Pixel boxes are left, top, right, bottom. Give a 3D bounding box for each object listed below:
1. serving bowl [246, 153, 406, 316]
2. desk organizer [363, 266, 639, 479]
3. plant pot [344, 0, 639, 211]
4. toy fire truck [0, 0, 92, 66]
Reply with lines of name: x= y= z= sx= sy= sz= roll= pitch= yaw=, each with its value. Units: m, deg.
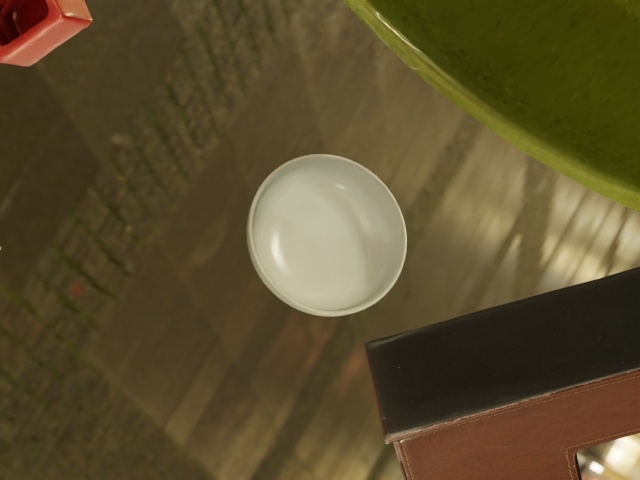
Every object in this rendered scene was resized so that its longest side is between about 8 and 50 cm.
serving bowl: x=0.000 y=0.000 z=0.761 sx=0.083 sy=0.083 sz=0.027 roll=-55 pitch=-173 yaw=-25
desk organizer: x=0.082 y=0.042 z=0.405 sx=0.047 sy=0.130 sz=0.050 roll=-102 pitch=175 yaw=-62
plant pot: x=0.183 y=-0.245 z=0.455 sx=0.353 sy=0.366 sz=0.366 roll=-45 pitch=161 yaw=-26
toy fire truck: x=-0.151 y=-0.183 z=0.781 sx=0.047 sy=0.192 sz=0.135 roll=-30 pitch=171 yaw=27
